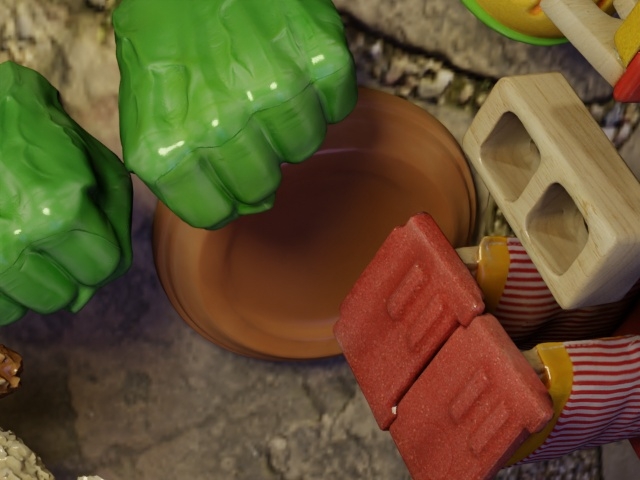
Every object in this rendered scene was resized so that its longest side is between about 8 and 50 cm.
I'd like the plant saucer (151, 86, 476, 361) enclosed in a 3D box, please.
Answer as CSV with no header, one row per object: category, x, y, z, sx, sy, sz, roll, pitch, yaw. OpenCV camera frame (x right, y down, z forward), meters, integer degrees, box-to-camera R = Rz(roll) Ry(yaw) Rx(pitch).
plant saucer,0.000,0.000,1.176,0.200,0.037,0.200,-8,128,-10

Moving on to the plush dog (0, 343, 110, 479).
plush dog,-0.245,0.146,1.120,0.262,0.210,0.225,-30,124,-4

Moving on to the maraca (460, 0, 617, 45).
maraca,0.106,-0.186,1.025,0.127,0.099,0.186,-44,118,-11

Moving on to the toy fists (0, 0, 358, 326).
toy fists,-0.109,-0.046,1.041,0.279,0.142,0.096,-27,129,6

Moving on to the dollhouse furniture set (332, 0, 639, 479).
dollhouse furniture set,0.185,-0.014,1.068,0.201,0.152,0.374,-6,143,-37
